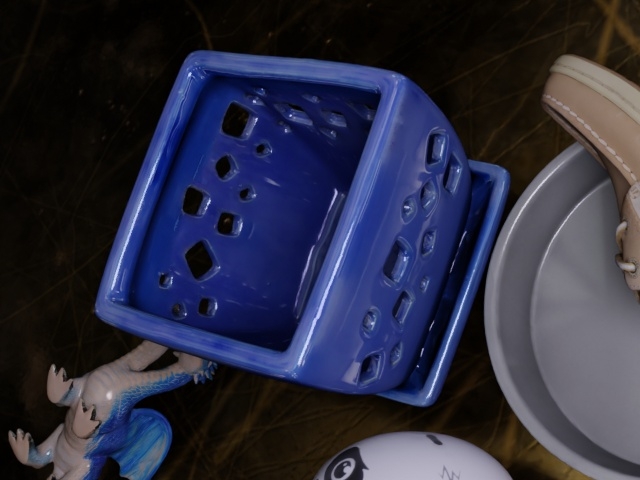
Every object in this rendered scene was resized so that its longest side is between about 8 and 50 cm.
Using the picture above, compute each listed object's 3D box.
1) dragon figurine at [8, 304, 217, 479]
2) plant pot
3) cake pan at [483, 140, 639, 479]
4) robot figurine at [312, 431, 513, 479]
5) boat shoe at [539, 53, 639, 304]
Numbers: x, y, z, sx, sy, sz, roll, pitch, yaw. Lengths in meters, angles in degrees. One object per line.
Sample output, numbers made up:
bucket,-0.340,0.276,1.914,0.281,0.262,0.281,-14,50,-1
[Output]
dragon figurine,-0.189,0.172,1.285,0.085,0.144,0.289,43,117,30
plant pot,0.000,0.000,1.145,0.236,0.212,0.236,13,82,42
cake pan,0.267,0.046,1.085,0.293,0.054,0.293,-9,71,27
robot figurine,0.066,0.279,1.056,0.209,0.173,0.278,-8,72,27
boat shoe,0.255,0.002,1.001,0.110,0.121,0.341,-46,60,9
